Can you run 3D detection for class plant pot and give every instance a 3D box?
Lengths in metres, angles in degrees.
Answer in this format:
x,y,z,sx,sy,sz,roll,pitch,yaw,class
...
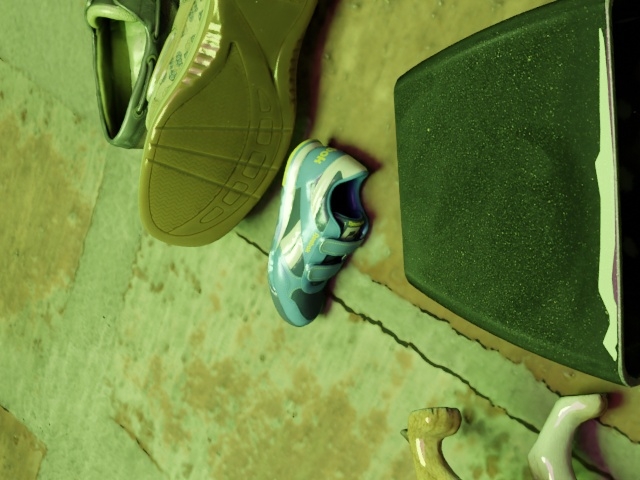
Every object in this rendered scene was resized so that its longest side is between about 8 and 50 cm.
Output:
x,y,z,sx,sy,sz,roll,pitch,yaw,class
0.147,-0.037,0.583,0.167,0.187,0.188,3,100,48,plant pot

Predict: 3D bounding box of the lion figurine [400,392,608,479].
x,y,z,sx,sy,sz,roll,pitch,yaw,class
0.212,0.199,0.577,0.392,0.142,0.240,-15,75,42,lion figurine

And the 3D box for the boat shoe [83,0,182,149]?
x,y,z,sx,sy,sz,roll,pitch,yaw,class
-0.151,-0.182,0.819,0.080,0.073,0.223,1,99,35,boat shoe

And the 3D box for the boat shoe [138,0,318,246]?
x,y,z,sx,sy,sz,roll,pitch,yaw,class
-0.067,-0.131,0.768,0.285,0.105,0.089,-67,24,18,boat shoe

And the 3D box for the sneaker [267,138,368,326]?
x,y,z,sx,sy,sz,roll,pitch,yaw,class
0.000,0.000,0.760,0.059,0.053,0.144,17,109,29,sneaker
